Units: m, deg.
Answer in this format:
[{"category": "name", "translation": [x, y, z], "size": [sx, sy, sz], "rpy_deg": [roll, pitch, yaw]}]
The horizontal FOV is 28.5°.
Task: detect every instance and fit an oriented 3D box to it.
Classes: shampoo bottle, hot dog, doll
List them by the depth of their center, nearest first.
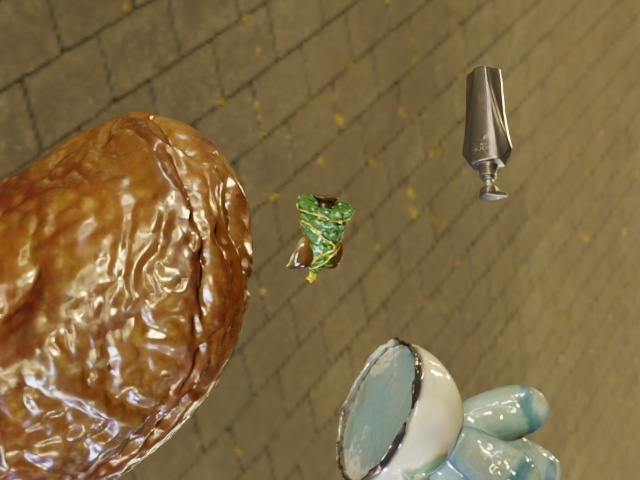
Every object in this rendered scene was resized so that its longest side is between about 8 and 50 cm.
[{"category": "hot dog", "translation": [-0.221, 0.060, 0.933], "size": [0.388, 0.267, 0.174], "rpy_deg": [-31, 139, 0]}, {"category": "shampoo bottle", "translation": [0.160, -0.103, 1.214], "size": [0.027, 0.048, 0.137], "rpy_deg": [42, 44, -58]}, {"category": "doll", "translation": [0.007, -0.002, 1.570], "size": [0.078, 0.077, 0.113], "rpy_deg": [1, 90, -36]}]

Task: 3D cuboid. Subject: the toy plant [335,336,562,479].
[{"category": "toy plant", "translation": [0.217, 0.310, 1.907], "size": [0.332, 0.247, 0.247], "rpy_deg": [24, 73, -17]}]
